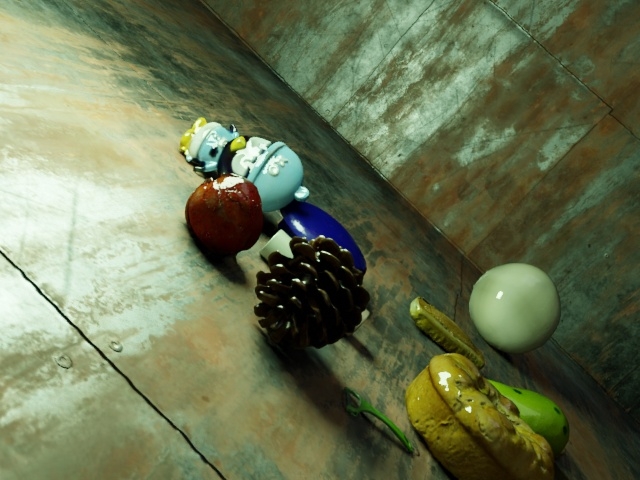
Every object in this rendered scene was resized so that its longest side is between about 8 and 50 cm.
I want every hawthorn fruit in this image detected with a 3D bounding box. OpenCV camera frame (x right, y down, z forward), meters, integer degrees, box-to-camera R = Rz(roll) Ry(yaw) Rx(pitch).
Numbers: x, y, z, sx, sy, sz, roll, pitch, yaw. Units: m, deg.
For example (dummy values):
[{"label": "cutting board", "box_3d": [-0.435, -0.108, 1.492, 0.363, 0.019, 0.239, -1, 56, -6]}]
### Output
[{"label": "hawthorn fruit", "box_3d": [-0.171, -0.036, 1.287, 0.148, 0.148, 0.172, -13, 85, -73]}]

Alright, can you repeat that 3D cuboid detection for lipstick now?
[{"label": "lipstick", "box_3d": [-0.012, 0.088, 1.453, 0.254, 0.070, 0.070, 43, 14, -1]}]

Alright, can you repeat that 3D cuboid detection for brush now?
[{"label": "brush", "box_3d": [0.554, 0.539, 1.765, 0.036, 0.043, 0.248, 52, 3, -45]}]

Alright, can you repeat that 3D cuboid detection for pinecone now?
[{"label": "pinecone", "box_3d": [-0.026, 0.094, 1.195, 0.208, 0.208, 0.207, 40, 15, -13]}]

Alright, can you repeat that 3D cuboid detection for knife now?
[{"label": "knife", "box_3d": [0.106, 0.318, 1.223, 0.166, 0.022, 0.078, 39, 20, -14]}]

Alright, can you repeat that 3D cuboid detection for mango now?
[{"label": "mango", "box_3d": [0.476, 0.425, 1.689, 0.293, 0.143, 0.175, 29, 19, -16]}]

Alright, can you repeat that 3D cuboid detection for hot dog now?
[{"label": "hot dog", "box_3d": [0.349, 0.265, 1.939, 0.289, 0.068, 0.083, 43, 37, -19]}]

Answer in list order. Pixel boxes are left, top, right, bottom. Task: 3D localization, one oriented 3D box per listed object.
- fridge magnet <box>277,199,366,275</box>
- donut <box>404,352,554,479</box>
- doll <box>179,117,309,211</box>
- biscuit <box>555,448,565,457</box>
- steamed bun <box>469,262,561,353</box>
[{"label": "fridge magnet", "box_3d": [0.000, 0.000, 1.651, 0.265, 0.112, 0.265, 41, 14, -12]}, {"label": "donut", "box_3d": [0.314, 0.370, 1.374, 0.317, 0.150, 0.299, 51, 16, 29]}, {"label": "doll", "box_3d": [-0.163, -0.169, 1.573, 0.314, 0.177, 0.141, 29, -31, 8]}, {"label": "biscuit", "box_3d": [0.581, 0.499, 1.950, 0.289, 0.044, 0.202, 40, 15, -20]}, {"label": "steamed bun", "box_3d": [0.680, 0.234, 2.399, 0.324, 0.324, 0.206, 38, -9, -22]}]
